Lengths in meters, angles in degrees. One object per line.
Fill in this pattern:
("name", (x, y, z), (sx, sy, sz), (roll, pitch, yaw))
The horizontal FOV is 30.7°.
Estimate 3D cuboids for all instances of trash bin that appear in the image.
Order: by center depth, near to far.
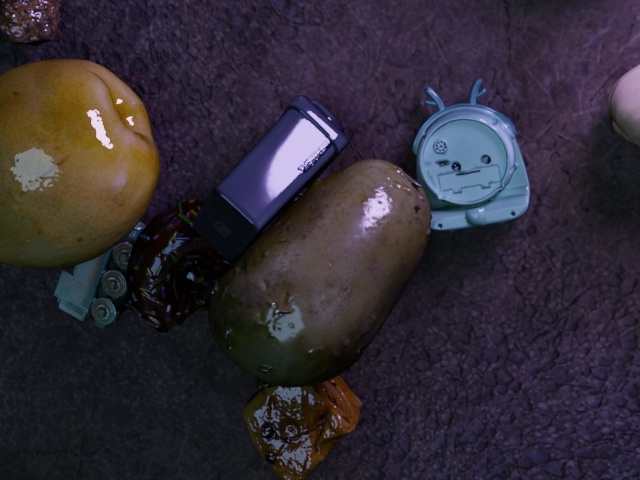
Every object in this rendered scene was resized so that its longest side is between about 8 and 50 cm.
("trash bin", (-0.065, -0.095, 1.648), (0.101, 0.236, 0.177), (43, 153, -3))

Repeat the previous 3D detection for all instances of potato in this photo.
("potato", (0.010, 0.051, 1.636), (0.219, 0.269, 0.359), (41, 78, 6))

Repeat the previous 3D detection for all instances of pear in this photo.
("pear", (-0.387, -0.111, 1.678), (0.315, 0.314, 0.314), (3, 106, 12))

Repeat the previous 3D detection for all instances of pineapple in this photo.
("pineapple", (-0.433, -0.386, 1.715), (0.108, 0.108, 0.197), (6, 99, 11))

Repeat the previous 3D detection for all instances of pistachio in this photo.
("pistachio", (0.488, -0.182, 1.559), (0.201, 0.117, 0.145), (-1, 101, 12))

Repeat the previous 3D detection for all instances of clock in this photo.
("clock", (0.206, -0.123, 1.666), (0.159, 0.066, 0.210), (-11, 102, 14))

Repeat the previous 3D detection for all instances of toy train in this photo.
("toy train", (-0.339, 0.043, 1.828), (0.125, 0.081, 0.194), (27, 111, 8))

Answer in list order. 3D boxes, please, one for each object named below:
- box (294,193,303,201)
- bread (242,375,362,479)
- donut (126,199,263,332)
("box", (0.000, 0.000, 1.771), (0.073, 0.020, 0.149), (2, 106, 13))
("bread", (-0.032, 0.266, 1.785), (0.143, 0.158, 0.149), (-42, 89, 11))
("donut", (-0.171, 0.051, 1.750), (0.230, 0.096, 0.216), (24, 99, -15))
